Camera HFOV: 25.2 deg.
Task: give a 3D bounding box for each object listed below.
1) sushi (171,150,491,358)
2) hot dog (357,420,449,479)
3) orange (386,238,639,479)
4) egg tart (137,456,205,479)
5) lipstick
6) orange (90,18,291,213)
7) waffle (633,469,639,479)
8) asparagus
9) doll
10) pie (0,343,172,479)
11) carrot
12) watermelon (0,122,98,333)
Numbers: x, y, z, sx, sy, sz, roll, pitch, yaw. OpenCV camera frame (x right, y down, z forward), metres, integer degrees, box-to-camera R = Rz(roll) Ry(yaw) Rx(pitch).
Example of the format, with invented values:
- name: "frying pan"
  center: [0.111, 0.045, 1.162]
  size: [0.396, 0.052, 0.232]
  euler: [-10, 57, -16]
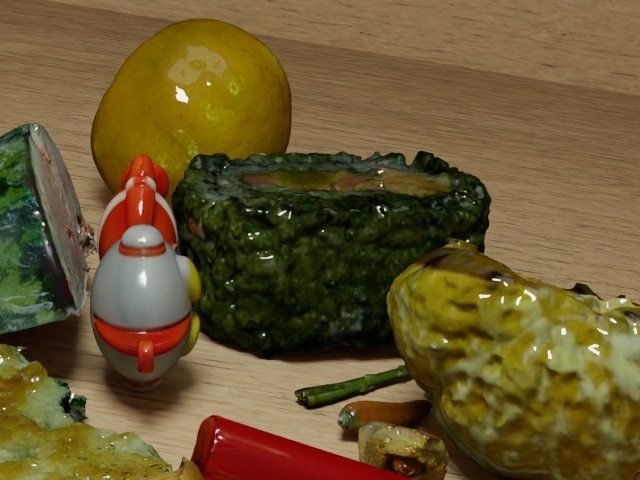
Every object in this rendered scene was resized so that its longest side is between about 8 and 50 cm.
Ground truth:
- name: "sushi"
  center: [0.000, 0.000, 1.614]
  size: [0.351, 0.178, 0.294]
  euler: [-2, 19, -21]
- name: "hot dog"
  center: [0.068, 0.195, 1.264]
  size: [0.078, 0.061, 0.169]
  euler: [17, -7, 0]
- name: "orange"
  center: [0.229, 0.124, 1.302]
  size: [0.368, 0.210, 0.271]
  euler: [15, -3, 13]
- name: "egg tart"
  center: [-0.137, 0.236, 0.872]
  size: [0.147, 0.203, 0.202]
  euler: [-1, 20, -1]
- name: "lipstick"
  center: [0.031, 0.208, 1.113]
  size: [0.279, 0.073, 0.073]
  euler: [19, 17, -14]
- name: "orange"
  center: [-0.163, -0.147, 1.844]
  size: [0.235, 0.279, 0.279]
  euler: [41, 23, 1]
- name: "waffle"
  center: [0.304, 0.277, 0.870]
  size: [0.327, 0.224, 0.098]
  euler: [33, 9, 39]
- name: "asparagus"
  center: [0.066, 0.141, 1.480]
  size: [0.232, 0.022, 0.023]
  euler: [-11, -4, -41]
- name: "doll"
  center: [-0.172, 0.036, 1.411]
  size: [0.105, 0.200, 0.336]
  euler: [2, 24, -8]
- name: "pie"
  center: [-0.274, 0.180, 1.133]
  size: [0.296, 0.078, 0.371]
  euler: [-4, 21, -34]
- name: "carrot"
  center: [0.065, 0.169, 1.386]
  size: [0.142, 0.035, 0.035]
  euler: [0, 20, -45]
- name: "watermelon"
  center: [-0.307, 0.004, 1.441]
  size: [0.180, 0.224, 0.305]
  euler: [23, 11, -13]
